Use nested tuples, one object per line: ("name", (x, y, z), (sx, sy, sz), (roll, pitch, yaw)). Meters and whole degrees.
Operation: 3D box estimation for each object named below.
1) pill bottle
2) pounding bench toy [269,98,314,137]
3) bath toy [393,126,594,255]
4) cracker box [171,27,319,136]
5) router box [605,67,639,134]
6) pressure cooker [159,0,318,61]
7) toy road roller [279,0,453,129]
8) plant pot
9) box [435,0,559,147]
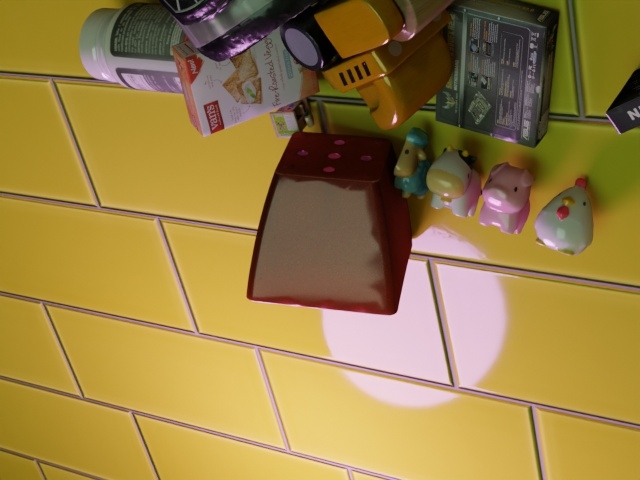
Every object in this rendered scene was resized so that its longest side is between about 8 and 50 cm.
("pill bottle", (-0.290, -0.352, 2.203), (0.283, 0.161, 0.161), (10, 130, 30))
("pounding bench toy", (-0.037, -0.226, 2.198), (0.083, 0.065, 0.052), (0, 124, 30))
("bath toy", (0.300, -0.084, 2.035), (0.348, 0.151, 0.129), (21, 100, 20))
("cracker box", (-0.126, -0.295, 2.084), (0.067, 0.232, 0.155), (47, 155, 50))
("router box", (0.512, -0.232, 1.737), (0.179, 0.133, 0.046), (-25, 107, 46))
("pressure cooker", (-0.144, -0.524, 1.799), (0.420, 0.370, 0.375), (55, 177, -14))
("toy road roller", (0.120, -0.311, 1.843), (0.240, 0.202, 0.329), (53, 155, -14))
("plant pot", (0.022, -0.047, 2.136), (0.267, 0.267, 0.235), (5, 120, 9))
("box", (0.278, -0.275, 1.930), (0.183, 0.056, 0.231), (19, 134, 25))
